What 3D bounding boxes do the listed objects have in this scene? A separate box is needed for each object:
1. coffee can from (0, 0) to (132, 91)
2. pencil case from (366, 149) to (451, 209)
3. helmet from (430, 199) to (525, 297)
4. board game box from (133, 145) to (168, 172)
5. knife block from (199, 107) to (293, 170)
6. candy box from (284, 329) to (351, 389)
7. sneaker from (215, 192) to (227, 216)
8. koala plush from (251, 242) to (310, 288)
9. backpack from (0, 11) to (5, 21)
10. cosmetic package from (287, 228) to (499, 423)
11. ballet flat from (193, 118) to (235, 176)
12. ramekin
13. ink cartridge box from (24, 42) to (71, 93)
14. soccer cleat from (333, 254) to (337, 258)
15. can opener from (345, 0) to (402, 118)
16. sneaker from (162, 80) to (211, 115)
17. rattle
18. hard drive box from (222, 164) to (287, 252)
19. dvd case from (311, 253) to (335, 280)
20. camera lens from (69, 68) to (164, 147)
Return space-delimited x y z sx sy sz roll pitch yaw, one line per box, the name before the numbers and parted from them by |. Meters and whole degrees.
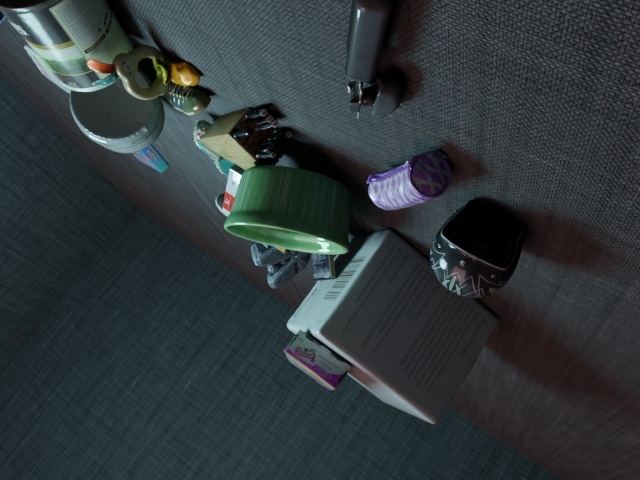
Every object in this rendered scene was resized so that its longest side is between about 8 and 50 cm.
coffee can | -0.566 -0.493 1.298 0.202 0.201 0.275 31 165 18
pencil case | 0.158 -0.106 1.086 0.088 0.086 0.206 26 167 -13
helmet | 0.280 0.026 1.073 0.169 0.161 0.169 33 165 10
board game box | -0.724 -0.371 2.347 0.160 0.047 0.210 27 164 30
knife block | -0.189 -0.261 1.395 0.276 0.088 0.242 32 164 18
candy box | -0.010 0.319 1.524 0.159 0.071 0.233 35 165 10
sneaker | -0.236 -0.120 1.931 0.296 0.104 0.147 23 160 22
koala plush | -0.155 0.014 2.080 0.221 0.203 0.196 51 171 46
backpack | -0.834 -0.617 1.321 0.213 0.277 0.263 -114 23 -51
cosmetic package | 0.183 0.226 1.591 0.394 0.329 0.327 40 165 -10
ballet flat | -0.278 -0.259 1.641 0.077 0.091 0.241 66 -175 29
ramekin | -0.069 -0.071 1.412 0.304 0.148 0.303 10 171 2
ink cartridge box | -0.737 -0.511 1.803 0.273 0.114 0.197 35 166 1
soccer cleat | -0.023 -0.010 1.797 0.095 0.083 0.248 -1 138 45
can opener | 0.084 -0.266 0.838 0.095 0.075 0.283 3 163 -1
sneaker | -0.355 -0.368 1.475 0.086 0.064 0.192 41 169 -37
rattle | -0.404 -0.374 1.337 0.143 0.130 0.200 41 -155 25
hard drive box | -0.154 -0.103 1.671 0.232 0.089 0.181 33 137 13
dvd case | 0.000 0.000 1.615 0.018 0.221 0.164 -5 176 -17
camera lens | -0.537 -0.352 1.569 0.219 0.219 0.274 39 176 -10
